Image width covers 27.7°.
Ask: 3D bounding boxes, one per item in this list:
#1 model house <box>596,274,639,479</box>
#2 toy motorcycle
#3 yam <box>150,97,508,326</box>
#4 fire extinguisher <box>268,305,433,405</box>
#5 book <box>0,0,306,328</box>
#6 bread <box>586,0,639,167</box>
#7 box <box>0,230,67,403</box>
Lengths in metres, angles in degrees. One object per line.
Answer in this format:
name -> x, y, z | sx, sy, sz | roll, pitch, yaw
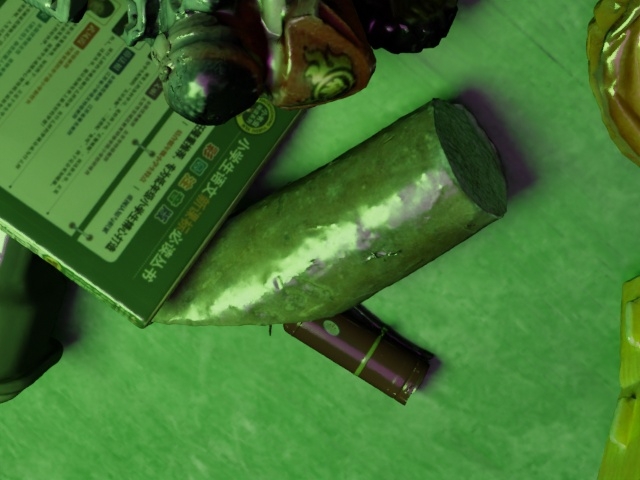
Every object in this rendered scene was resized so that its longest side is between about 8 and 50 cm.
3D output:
model house -> 0.333, 0.150, 0.872 | 0.300, 0.340, 0.324 | -36, 70, 59
toy motorcycle -> -0.119, -0.183, 0.822 | 0.401, 0.207, 0.134 | 26, 144, 5
yam -> 0.000, 0.000, 0.901 | 0.259, 0.106, 0.106 | -30, 100, 19
fire extinguisher -> 0.016, 0.071, 0.955 | 0.132, 0.039, 0.056 | 32, 79, 1
book -> -0.168, -0.096, 0.884 | 0.264, 0.027, 0.202 | 35, 72, -1
bread -> 0.262, -0.127, 0.800 | 0.199, 0.104, 0.199 | 4, 113, 9
box -> -0.302, -0.017, 0.949 | 0.274, 0.138, 0.178 | 24, 105, 1
